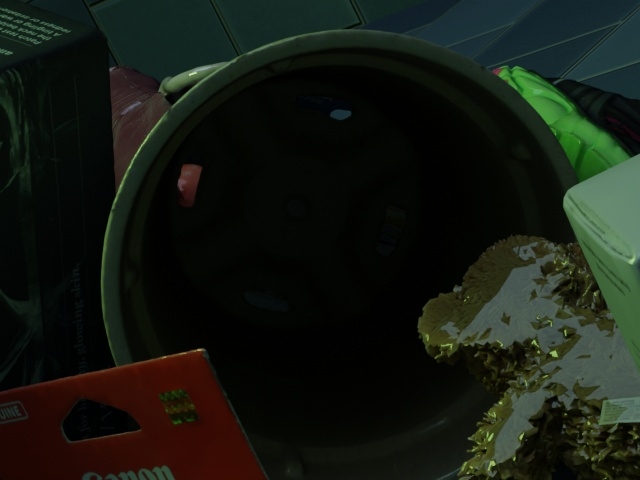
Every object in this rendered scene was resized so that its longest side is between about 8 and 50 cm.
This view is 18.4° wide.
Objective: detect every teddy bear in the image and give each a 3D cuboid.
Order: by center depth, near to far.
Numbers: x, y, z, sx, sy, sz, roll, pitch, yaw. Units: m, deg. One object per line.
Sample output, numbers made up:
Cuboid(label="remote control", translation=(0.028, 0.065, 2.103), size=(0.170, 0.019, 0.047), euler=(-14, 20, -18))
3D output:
Cuboid(label="teddy bear", translation=(0.203, 0.113, 1.200), size=(0.338, 0.113, 0.245), euler=(15, 58, 43))

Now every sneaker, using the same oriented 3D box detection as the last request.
Cuboid(label="sneaker", translation=(0.249, -0.015, 1.504), size=(0.202, 0.185, 0.483), euler=(4, 26, -11))

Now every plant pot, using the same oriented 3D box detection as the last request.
Cuboid(label="plant pot", translation=(0.000, 0.000, 1.464), size=(0.334, 0.333, 0.305), euler=(-28, 13, -3))

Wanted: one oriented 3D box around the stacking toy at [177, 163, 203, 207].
Cuboid(label="stacking toy", translation=(-0.090, -0.042, 1.928), size=(0.279, 0.130, 0.309), euler=(-32, 11, -21))

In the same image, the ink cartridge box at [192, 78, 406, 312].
Cuboid(label="ink cartridge box", translation=(-0.019, -0.005, 1.700), size=(0.065, 0.186, 0.311), euler=(-101, 33, -57))

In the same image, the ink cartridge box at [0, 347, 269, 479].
Cuboid(label="ink cartridge box", translation=(-0.124, 0.204, 1.297), size=(0.275, 0.239, 0.060), euler=(-15, 18, 45))

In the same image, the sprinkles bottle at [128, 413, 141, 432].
Cuboid(label="sprinkles bottle", translation=(-0.051, 0.094, 1.861), size=(0.355, 0.121, 0.121), euler=(-25, 13, 10))

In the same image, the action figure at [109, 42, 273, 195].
Cuboid(label="action figure", translation=(-0.208, -0.126, 2.247), size=(0.248, 0.275, 0.370), euler=(-16, 30, -26))

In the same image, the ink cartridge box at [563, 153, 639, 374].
Cuboid(label="ink cartridge box", translation=(0.273, 0.074, 0.851), size=(0.226, 0.306, 0.131), euler=(-27, 13, 0))

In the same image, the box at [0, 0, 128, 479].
Cuboid(label="box", translation=(-0.417, 0.085, 1.563), size=(0.297, 0.479, 0.472), euler=(21, 34, 36))
